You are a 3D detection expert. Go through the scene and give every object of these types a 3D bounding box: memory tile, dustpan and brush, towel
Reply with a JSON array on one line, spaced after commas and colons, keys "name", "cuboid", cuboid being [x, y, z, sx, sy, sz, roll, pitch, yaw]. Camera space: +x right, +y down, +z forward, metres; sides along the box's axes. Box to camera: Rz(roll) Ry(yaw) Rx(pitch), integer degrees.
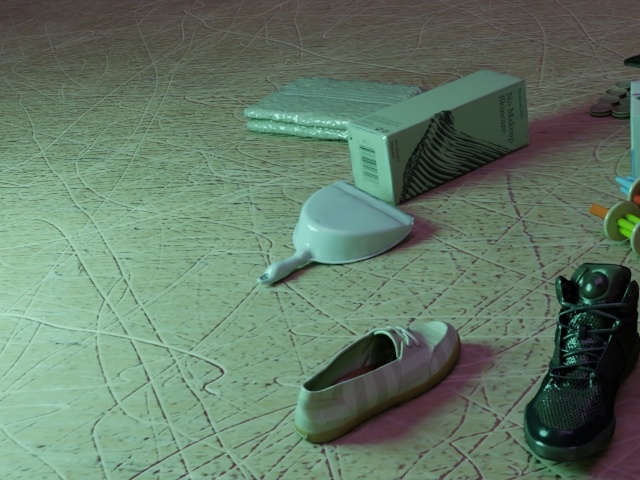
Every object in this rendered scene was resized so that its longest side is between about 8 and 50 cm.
[{"name": "memory tile", "cuboid": [0.503, -0.225, 1.757, 0.113, 0.012, 0.148, 8, 31, 33]}, {"name": "dustpan and brush", "cuboid": [0.000, 0.000, 1.422, 0.211, 0.060, 0.147, -23, 40, -39]}, {"name": "towel", "cuboid": [0.025, -0.223, 1.878, 0.282, 0.049, 0.187, 11, 33, 34]}]

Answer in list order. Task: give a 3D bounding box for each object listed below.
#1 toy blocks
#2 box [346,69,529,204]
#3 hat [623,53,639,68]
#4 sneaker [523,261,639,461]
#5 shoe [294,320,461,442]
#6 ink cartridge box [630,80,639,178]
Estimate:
[{"name": "toy blocks", "cuboid": [0.390, -0.040, 1.359, 0.123, 0.054, 0.148, -17, 26, -17]}, {"name": "box", "cuboid": [0.176, -0.155, 1.610, 0.275, 0.113, 0.094, -26, 30, -28]}, {"name": "hat", "cuboid": [0.629, -0.254, 1.633, 0.331, 0.134, 0.331, -15, 7, 2]}, {"name": "sneaker", "cuboid": [0.243, 0.103, 1.027, 0.087, 0.130, 0.227, 5, 31, 31]}, {"name": "shoe", "cuboid": [0.062, 0.129, 1.113, 0.219, 0.058, 0.077, -28, 31, -34]}, {"name": "ink cartridge box", "cuboid": [0.460, -0.156, 1.518, 0.062, 0.104, 0.181, -1, 26, 16]}]
